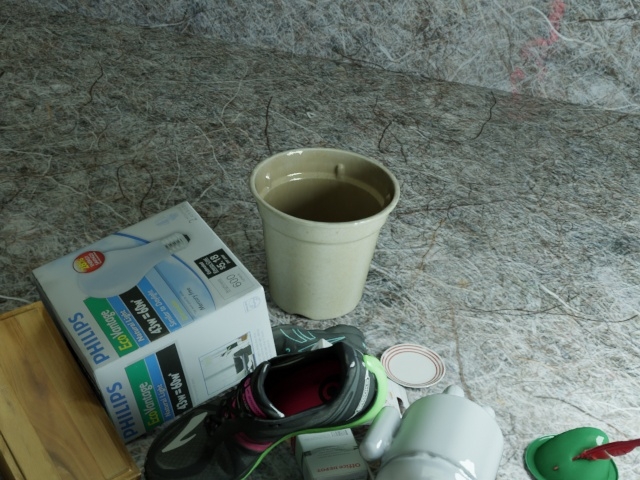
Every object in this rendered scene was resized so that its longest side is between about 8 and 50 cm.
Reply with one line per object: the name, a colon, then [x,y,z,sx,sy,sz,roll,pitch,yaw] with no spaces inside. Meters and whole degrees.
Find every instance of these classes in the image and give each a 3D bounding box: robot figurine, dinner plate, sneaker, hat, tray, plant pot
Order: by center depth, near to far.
robot figurine: [0.213,0.417,1.867,0.300,0.200,0.353,31,37,4]
sneaker: [-0.120,0.305,1.883,0.483,0.202,0.185,-28,53,4]
tray: [-0.520,0.315,1.909,0.203,0.076,0.411,-21,63,-33]
hat: [0.513,0.372,1.989,0.208,0.183,0.173,9,34,6]
sneaker: [-0.027,0.238,2.192,0.267,0.101,0.106,-5,40,-11]
dinner plate: [0.199,0.274,2.243,0.141,0.017,0.141,3,33,-2]
plant pot: [0.000,0.000,2.365,0.334,0.305,0.334,3,34,-2]

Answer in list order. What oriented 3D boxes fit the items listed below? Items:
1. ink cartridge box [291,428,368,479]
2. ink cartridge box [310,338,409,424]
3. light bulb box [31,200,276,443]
ink cartridge box: [0.015,0.412,1.970,0.109,0.063,0.150,-5,35,-16]
ink cartridge box: [0.083,0.312,2.087,0.224,0.056,0.181,34,19,-20]
light bulb box: [-0.336,0.155,2.099,0.361,0.225,0.358,-27,43,-20]
